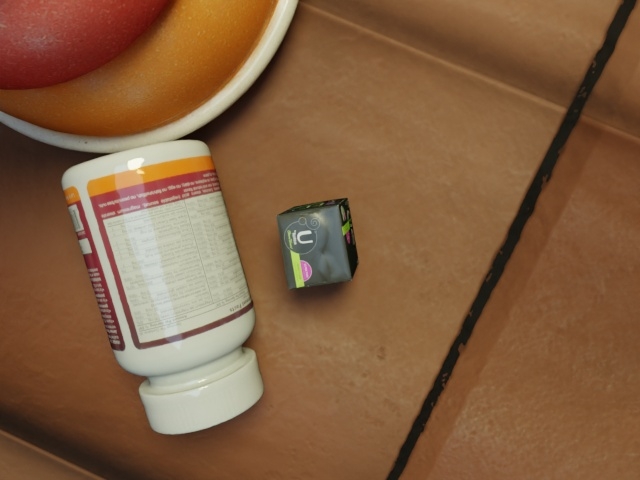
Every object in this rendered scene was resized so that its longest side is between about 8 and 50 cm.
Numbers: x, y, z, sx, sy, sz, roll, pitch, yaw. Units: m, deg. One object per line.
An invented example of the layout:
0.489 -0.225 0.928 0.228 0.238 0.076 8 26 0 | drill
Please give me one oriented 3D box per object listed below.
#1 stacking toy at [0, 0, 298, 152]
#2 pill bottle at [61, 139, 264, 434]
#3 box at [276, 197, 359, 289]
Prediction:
-0.205 -0.221 0.269 0.351 0.480 0.350 1 98 7 | stacking toy
-0.124 0.036 0.478 0.121 0.121 0.221 -13 97 9 | pill bottle
0.000 0.000 0.476 0.052 0.083 0.062 -9 97 8 | box
